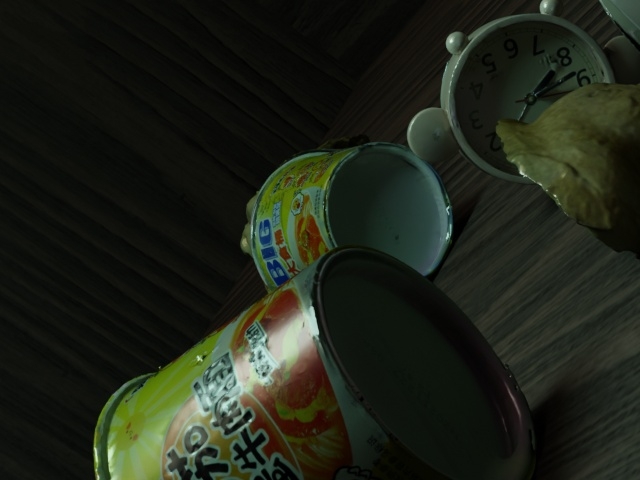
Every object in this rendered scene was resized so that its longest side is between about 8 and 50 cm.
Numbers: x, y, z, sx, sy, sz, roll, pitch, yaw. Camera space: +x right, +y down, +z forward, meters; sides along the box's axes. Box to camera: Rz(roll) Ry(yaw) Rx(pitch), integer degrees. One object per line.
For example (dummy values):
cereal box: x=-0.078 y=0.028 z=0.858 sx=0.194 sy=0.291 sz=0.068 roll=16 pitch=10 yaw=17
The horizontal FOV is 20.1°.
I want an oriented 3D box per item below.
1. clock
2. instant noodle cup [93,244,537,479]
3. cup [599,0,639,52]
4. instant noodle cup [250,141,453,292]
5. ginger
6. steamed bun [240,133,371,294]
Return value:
clock: x=0.184 y=-0.128 z=1.610 sx=0.229 sy=0.156 sz=0.063 roll=-22 pitch=6 yaw=-3
instant noodle cup: x=0.005 y=0.140 z=1.221 sx=0.200 sy=0.264 sz=0.264 roll=-44 pitch=11 yaw=27
cup: x=0.299 y=-0.180 z=1.120 sx=0.226 sy=0.185 sz=0.241 roll=-48 pitch=42 yaw=14
instant noodle cup: x=0.045 y=-0.013 z=1.956 sx=0.205 sy=0.205 sz=0.153 roll=-58 pitch=18 yaw=-23
ginger: x=0.216 y=-0.057 z=1.302 sx=0.122 sy=0.115 sz=0.193 roll=-37 pitch=22 yaw=12
steamed bun: x=0.000 y=0.000 z=2.267 sx=0.247 sy=0.189 sz=0.428 roll=-30 pitch=-1 yaw=4
